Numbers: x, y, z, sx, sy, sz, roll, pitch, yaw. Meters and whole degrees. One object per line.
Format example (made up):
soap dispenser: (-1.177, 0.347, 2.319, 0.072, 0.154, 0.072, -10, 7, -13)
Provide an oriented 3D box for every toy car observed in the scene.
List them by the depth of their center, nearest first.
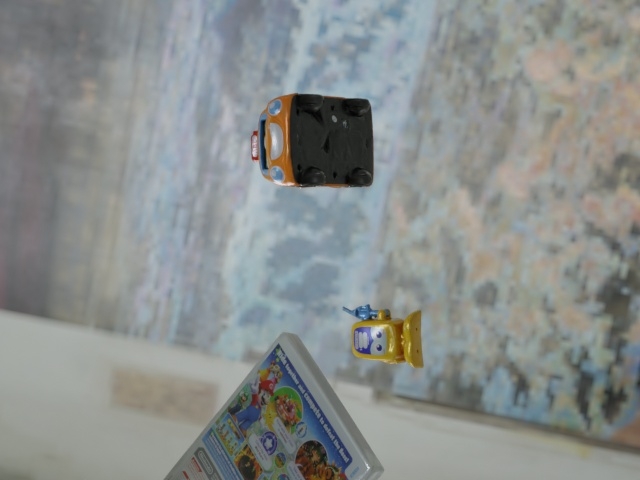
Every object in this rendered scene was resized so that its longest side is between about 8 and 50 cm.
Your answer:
toy car: (0.000, 0.000, 0.606, 0.060, 0.040, 0.122, -32, -64, -52)

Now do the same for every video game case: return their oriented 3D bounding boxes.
video game case: (-0.029, 0.115, 0.752, 0.122, 0.011, 0.087, -52, 51, 22)
